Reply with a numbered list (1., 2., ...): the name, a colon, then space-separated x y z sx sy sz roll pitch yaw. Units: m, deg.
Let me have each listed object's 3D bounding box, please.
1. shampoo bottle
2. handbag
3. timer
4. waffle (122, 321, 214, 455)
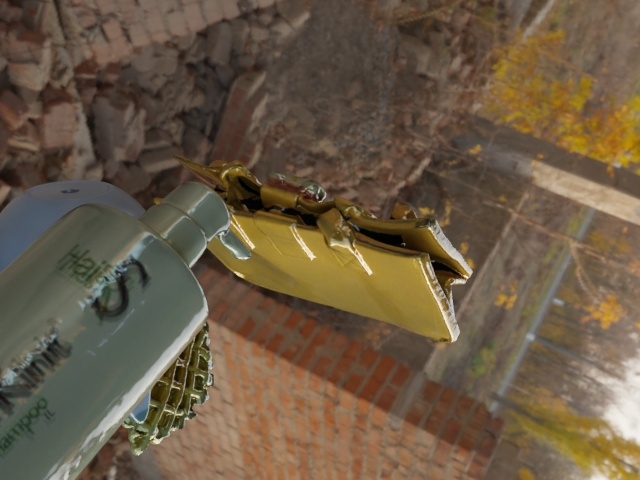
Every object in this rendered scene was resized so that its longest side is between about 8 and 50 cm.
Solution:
1. shampoo bottle: -0.128 0.064 0.327 0.262 0.085 0.085 -51 157 -32
2. handbag: 0.000 0.000 1.048 0.283 0.401 0.133 43 66 -59
3. timer: -0.214 0.067 0.708 0.175 0.175 0.255 -12 87 -67
4. waffle: -0.221 0.169 1.073 0.214 0.054 0.207 -36 117 -56
